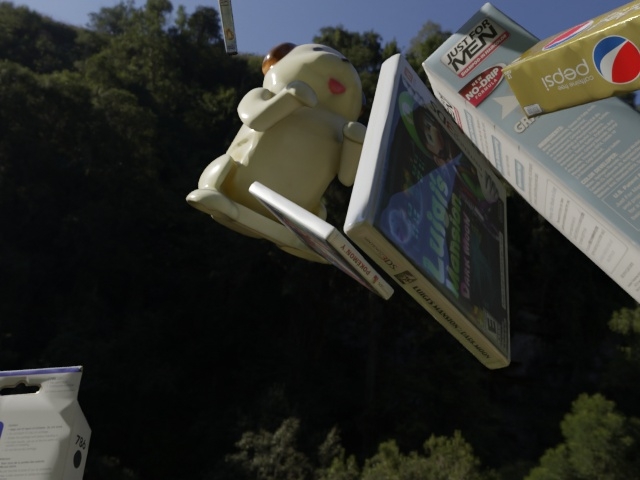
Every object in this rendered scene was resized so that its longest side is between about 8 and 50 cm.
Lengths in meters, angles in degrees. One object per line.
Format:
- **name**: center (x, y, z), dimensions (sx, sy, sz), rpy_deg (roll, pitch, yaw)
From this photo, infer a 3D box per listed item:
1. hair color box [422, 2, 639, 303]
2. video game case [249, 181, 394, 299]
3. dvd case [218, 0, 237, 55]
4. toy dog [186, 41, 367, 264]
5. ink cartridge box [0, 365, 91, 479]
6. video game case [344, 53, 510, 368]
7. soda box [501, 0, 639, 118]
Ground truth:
- **hair color box**: center (0.301, -0.100, 0.679), dimensions (0.374, 0.113, 0.185), rpy_deg (49, 6, 24)
- **video game case**: center (0.000, 0.000, 0.843), dimensions (0.201, 0.023, 0.183), rpy_deg (32, -9, 45)
- **dvd case**: center (-0.172, -0.470, 0.942), dimensions (0.022, 0.180, 0.253), rpy_deg (-10, -40, -7)
- **toy dog**: center (-0.047, -0.191, 1.117), dimensions (0.285, 0.407, 0.395), rpy_deg (26, -6, -11)
- **ink cartridge box**: center (-0.380, 0.321, 0.669), dimensions (0.166, 0.332, 0.065), rpy_deg (-4, -33, 3)
- **video game case**: center (0.094, -0.027, 0.427), dimensions (0.022, 0.190, 0.173), rpy_deg (-24, -53, 37)
- **soda box**: center (0.243, -0.157, 0.470), dimensions (0.058, 0.061, 0.181), rpy_deg (56, -18, -14)
